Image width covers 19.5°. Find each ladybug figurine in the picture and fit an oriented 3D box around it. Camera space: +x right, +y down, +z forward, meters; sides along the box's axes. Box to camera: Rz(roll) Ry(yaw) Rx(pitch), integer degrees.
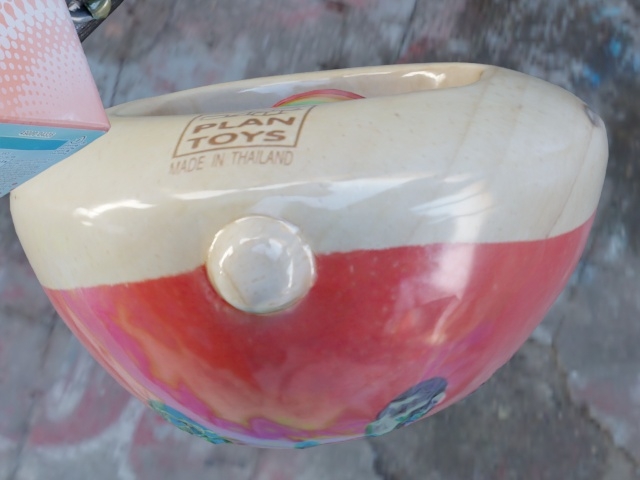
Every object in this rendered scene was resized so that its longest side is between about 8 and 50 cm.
[{"bbox_3d":[0.000,0.000,0.978,0.305,0.449,0.162,-4,98,11],"label":"ladybug figurine"}]

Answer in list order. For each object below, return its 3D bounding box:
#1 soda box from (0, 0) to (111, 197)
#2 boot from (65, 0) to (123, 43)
[{"bbox_3d":[-0.119,-0.037,0.311,0.058,0.183,0.063,-28,76,28],"label":"soda box"},{"bbox_3d":[-0.025,-0.127,0.559,0.229,0.263,0.091,-44,106,0],"label":"boot"}]
